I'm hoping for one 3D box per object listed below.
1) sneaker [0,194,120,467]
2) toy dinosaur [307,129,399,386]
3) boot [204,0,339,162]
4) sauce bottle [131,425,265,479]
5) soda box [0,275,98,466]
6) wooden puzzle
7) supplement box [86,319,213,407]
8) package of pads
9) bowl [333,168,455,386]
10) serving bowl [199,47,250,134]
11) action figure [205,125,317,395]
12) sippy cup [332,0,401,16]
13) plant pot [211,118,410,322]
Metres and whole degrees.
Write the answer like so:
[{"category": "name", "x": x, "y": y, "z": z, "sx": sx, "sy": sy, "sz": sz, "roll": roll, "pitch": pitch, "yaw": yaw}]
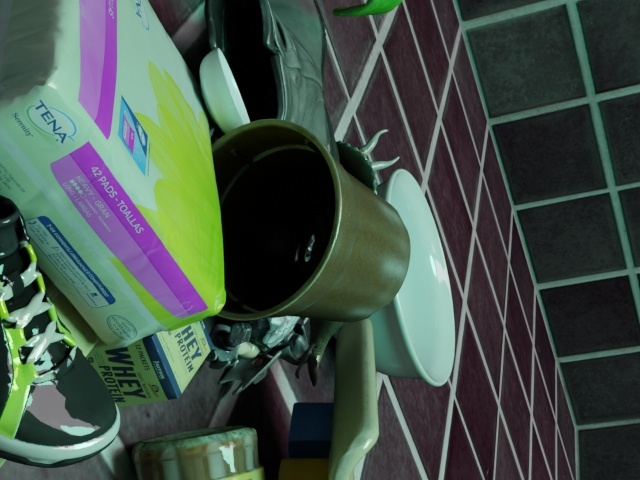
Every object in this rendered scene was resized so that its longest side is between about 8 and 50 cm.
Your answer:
[{"category": "sneaker", "x": -0.192, "y": 0.028, "z": 0.536, "sx": 0.234, "sy": 0.097, "sz": 0.084, "roll": 46, "pitch": 29, "yaw": -9}, {"category": "toy dinosaur", "x": 0.000, "y": 0.000, "z": 1.098, "sx": 0.121, "sy": 0.160, "sz": 0.313, "roll": 51, "pitch": 33, "yaw": -52}, {"category": "boot", "x": -0.061, "y": -0.223, "z": 1.021, "sx": 0.222, "sy": 0.118, "sz": 0.338, "roll": 53, "pitch": 17, "yaw": -67}, {"category": "sauce bottle", "x": -0.078, "y": 0.326, "z": 0.778, "sx": 0.111, "sy": 0.111, "sz": 0.344, "roll": 10, "pitch": 69, "yaw": -69}, {"category": "soda box", "x": -0.214, "y": 0.093, "z": 0.615, "sx": 0.181, "sy": 0.058, "sz": 0.061, "roll": -65, "pitch": 139, "yaw": -60}, {"category": "wooden puzzle", "x": 0.002, "y": 0.280, "z": 0.928, "sx": 0.322, "sy": 0.081, "sz": 0.347, "roll": -80, "pitch": 174, "yaw": -76}, {"category": "supplement box", "x": -0.144, "y": 0.087, "z": 0.770, "sx": 0.083, "sy": 0.083, "sz": 0.056, "roll": -60, "pitch": 135, "yaw": -62}, {"category": "package of pads", "x": -0.161, "y": -0.094, "z": 0.708, "sx": 0.296, "sy": 0.101, "sz": 0.229, "roll": -102, "pitch": 167, "yaw": -47}, {"category": "bowl", "x": 0.080, "y": 0.060, "z": 1.323, "sx": 0.298, "sy": 0.134, "sz": 0.297, "roll": -12, "pitch": 90, "yaw": -70}, {"category": "serving bowl", "x": -0.086, "y": -0.124, "z": 0.844, "sx": 0.083, "sy": 0.027, "sz": 0.083, "roll": -20, "pitch": 90, "yaw": -86}, {"category": "action figure", "x": -0.075, "y": 0.031, "z": 0.952, "sx": 0.285, "sy": 0.099, "sz": 0.185, "roll": 58, "pitch": 44, "yaw": -28}, {"category": "sippy cup", "x": 0.028, "y": -0.416, "z": 1.055, "sx": 0.240, "sy": 0.224, "sz": 0.305, "roll": 29, "pitch": 78, "yaw": -23}, {"category": "plant pot", "x": -0.012, "y": -0.002, "z": 0.845, "sx": 0.165, "sy": 0.167, "sz": 0.167, "roll": 21, "pitch": 60, "yaw": -56}]
